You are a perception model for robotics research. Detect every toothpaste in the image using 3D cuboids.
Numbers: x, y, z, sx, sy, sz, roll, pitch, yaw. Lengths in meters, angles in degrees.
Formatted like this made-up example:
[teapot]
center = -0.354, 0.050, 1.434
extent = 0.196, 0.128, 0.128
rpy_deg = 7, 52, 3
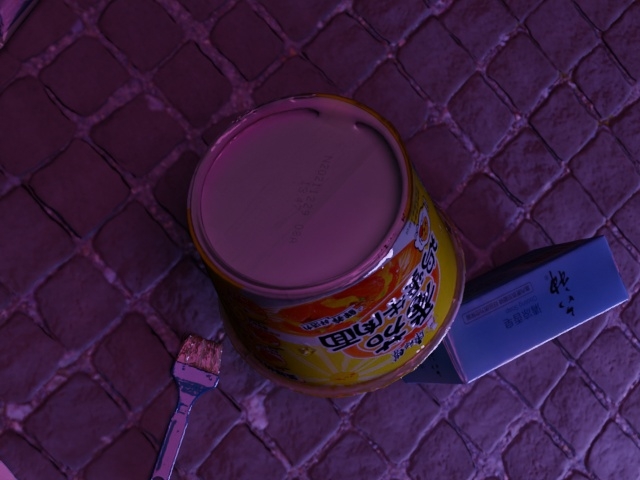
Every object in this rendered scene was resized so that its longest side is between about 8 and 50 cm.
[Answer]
[toothpaste]
center = -0.288, -0.278, 1.045
extent = 0.057, 0.035, 0.197
rpy_deg = 38, 74, -6

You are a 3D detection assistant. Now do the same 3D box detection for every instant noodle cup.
[instant noodle cup]
center = 0.000, 0.000, 0.971
extent = 0.264, 0.200, 0.264
rpy_deg = -5, 65, 10

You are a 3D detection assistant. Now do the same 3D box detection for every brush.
[brush]
center = -0.143, 0.178, 1.053
extent = 0.051, 0.014, 0.164
rpy_deg = 22, 77, -16

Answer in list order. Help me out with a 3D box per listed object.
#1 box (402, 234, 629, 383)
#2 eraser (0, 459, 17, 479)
[box]
center = 0.201, 0.077, 1.129
extent = 0.232, 0.142, 0.083
rpy_deg = -25, 93, -22
[eraser]
center = -0.330, 0.258, 0.963
extent = 0.105, 0.026, 0.065
rpy_deg = -38, 99, -21
